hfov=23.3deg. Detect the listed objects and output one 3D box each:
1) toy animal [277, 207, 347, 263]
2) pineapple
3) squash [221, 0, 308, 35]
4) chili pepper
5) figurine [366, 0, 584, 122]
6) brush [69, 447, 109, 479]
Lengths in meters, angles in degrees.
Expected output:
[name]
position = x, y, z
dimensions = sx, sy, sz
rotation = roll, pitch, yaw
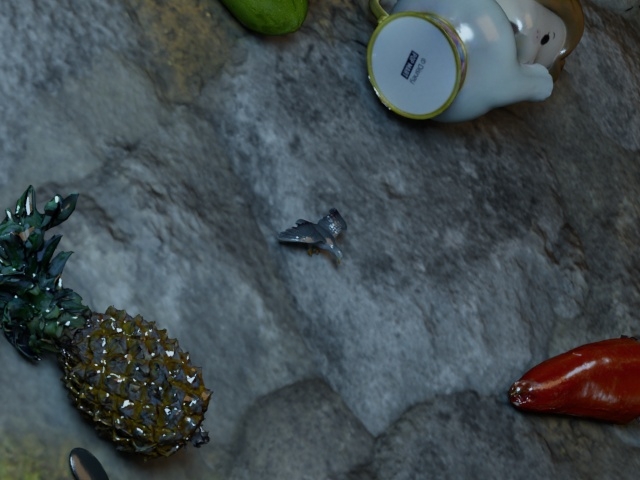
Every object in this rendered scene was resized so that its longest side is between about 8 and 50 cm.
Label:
[toy animal]
position = 0.000, 0.000, 1.304
dimensions = 0.084, 0.028, 0.050
rotation = -30, 89, -52
[pineapple]
position = -0.151, 0.065, 1.063
dimensions = 0.221, 0.103, 0.083
rotation = 47, 8, -14
[squash]
position = -0.088, -0.255, 1.336
dimensions = 0.201, 0.066, 0.066
rotation = 46, 42, -8
[chili pepper]
position = 0.237, 0.138, 1.454
dimensions = 0.169, 0.065, 0.088
rotation = -1, 94, -39
[figurine]
position = 0.154, -0.199, 1.496
dimensions = 0.189, 0.142, 0.263
rotation = 42, 38, 14
[brush]
position = -0.146, 0.177, 1.067
dimensions = 0.083, 0.008, 0.024
rotation = 54, 39, -8
